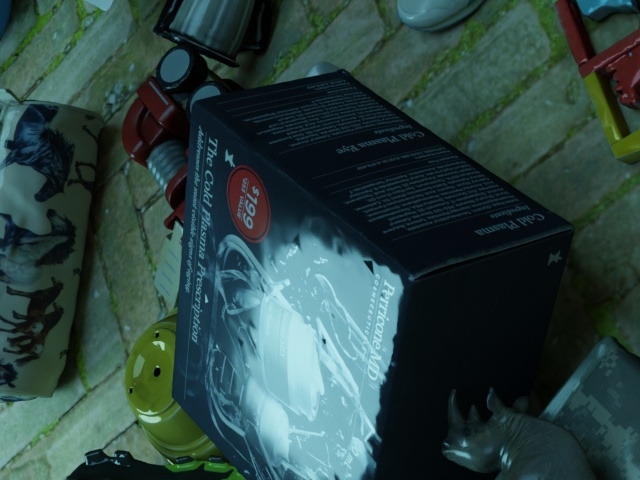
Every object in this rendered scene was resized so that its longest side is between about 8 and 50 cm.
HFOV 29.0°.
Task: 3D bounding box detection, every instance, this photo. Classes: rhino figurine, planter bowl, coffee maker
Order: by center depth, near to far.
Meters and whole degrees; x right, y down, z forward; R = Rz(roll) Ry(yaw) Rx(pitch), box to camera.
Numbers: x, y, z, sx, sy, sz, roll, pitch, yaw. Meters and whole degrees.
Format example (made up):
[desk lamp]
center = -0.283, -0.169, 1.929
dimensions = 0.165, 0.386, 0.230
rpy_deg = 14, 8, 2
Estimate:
[rhino figurine]
center = 0.163, 0.193, 0.905
dimensions = 0.106, 0.073, 0.243
rpy_deg = -56, 45, 21
[planter bowl]
center = -0.157, 0.154, 1.403
dimensions = 0.217, 0.090, 0.217
rpy_deg = -14, 68, 38
[coffee maker]
center = -0.128, -0.315, 1.498
dimensions = 0.171, 0.120, 0.178
rpy_deg = 28, 95, 43

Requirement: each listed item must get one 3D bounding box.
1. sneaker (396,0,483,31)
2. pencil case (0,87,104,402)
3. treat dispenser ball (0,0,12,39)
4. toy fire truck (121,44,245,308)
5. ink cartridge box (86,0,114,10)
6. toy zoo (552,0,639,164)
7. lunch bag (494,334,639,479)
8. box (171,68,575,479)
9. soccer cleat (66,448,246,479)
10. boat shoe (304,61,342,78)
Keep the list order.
[sneaker]
center = 0.155, -0.310, 1.269
dimensions = 0.228, 0.092, 0.087
rpy_deg = -43, 55, 25
[pencil case]
center = -0.395, 0.018, 1.588
dimensions = 0.159, 0.183, 0.411
rpy_deg = 0, 78, 40
[treat dispenser ball]
center = -0.596, -0.366, 1.804
dimensions = 0.288, 0.288, 0.288
rpy_deg = -13, 69, 38
[toy fire truck]
center = -0.156, -0.063, 1.448
dimensions = 0.246, 0.158, 0.217
rpy_deg = -46, 52, 8
[ink cartridge box]
center = -0.213, -0.462, 1.615
dimensions = 0.207, 0.119, 0.354
rpy_deg = 32, 97, 41
[toy zoo]
center = 0.320, -0.202, 1.128
dimensions = 0.192, 0.030, 0.293
rpy_deg = -32, 61, 32
[lunch bag]
center = 0.243, 0.266, 0.971
dimensions = 0.287, 0.169, 0.235
rpy_deg = -53, 50, 10
[box]
center = 0.025, 0.072, 1.116
dimensions = 0.312, 0.178, 0.343
rpy_deg = 38, 133, 40
[soccer cleat]
center = -0.155, 0.304, 1.372
dimensions = 0.289, 0.121, 0.093
rpy_deg = 3, 35, 30
[boat shoe]
center = 0.044, -0.057, 1.282
dimensions = 0.102, 0.108, 0.301
rpy_deg = -51, 52, 25
